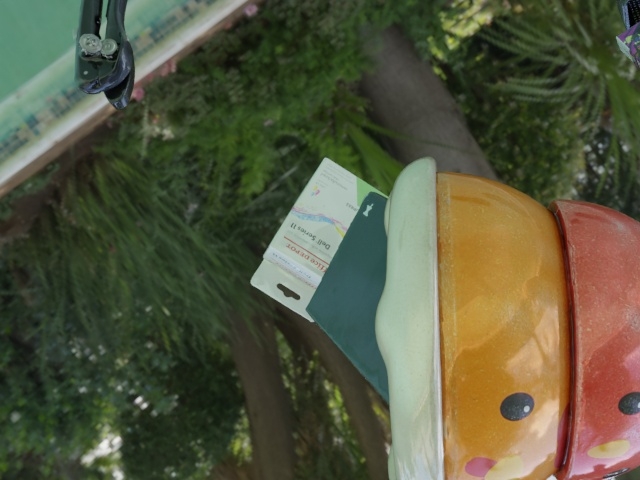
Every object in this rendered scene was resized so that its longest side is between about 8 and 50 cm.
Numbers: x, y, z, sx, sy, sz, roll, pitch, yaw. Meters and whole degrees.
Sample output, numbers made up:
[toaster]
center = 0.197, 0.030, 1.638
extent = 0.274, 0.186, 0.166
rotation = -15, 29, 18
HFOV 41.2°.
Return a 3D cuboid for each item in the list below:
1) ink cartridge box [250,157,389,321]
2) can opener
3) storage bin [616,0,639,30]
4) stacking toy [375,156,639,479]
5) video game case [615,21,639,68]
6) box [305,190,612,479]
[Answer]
[ink cartridge box]
center = 0.000, 0.000, 2.114
extent = 0.354, 0.207, 0.119
rotation = -59, -177, -20
[can opener]
center = -0.213, -0.223, 0.838
extent = 0.059, 0.186, 0.073
rotation = -1, 163, -10
[storage bin]
center = 0.688, -0.495, 1.692
extent = 0.180, 0.122, 0.084
rotation = -16, -123, 16
[stacking toy]
center = 0.299, 0.087, 0.790
extent = 0.479, 0.351, 0.351
rotation = -2, -161, 9
[video game case]
center = 0.654, -0.348, 1.436
extent = 0.232, 0.042, 0.210
rotation = -32, -138, 13
[box]
center = 0.302, 0.176, 1.603
extent = 0.297, 0.471, 0.480
rotation = -61, -152, 6
